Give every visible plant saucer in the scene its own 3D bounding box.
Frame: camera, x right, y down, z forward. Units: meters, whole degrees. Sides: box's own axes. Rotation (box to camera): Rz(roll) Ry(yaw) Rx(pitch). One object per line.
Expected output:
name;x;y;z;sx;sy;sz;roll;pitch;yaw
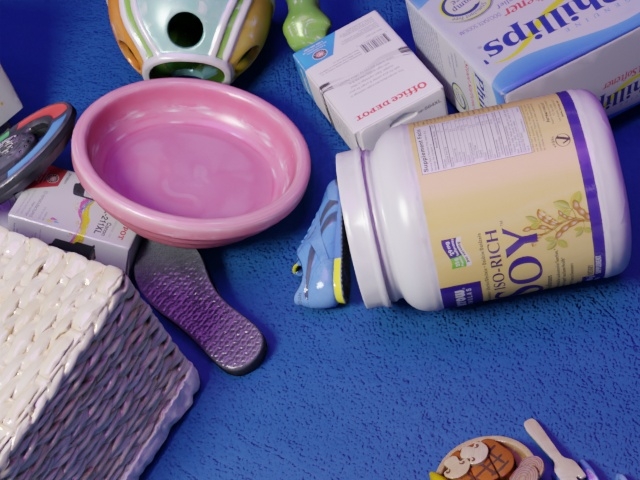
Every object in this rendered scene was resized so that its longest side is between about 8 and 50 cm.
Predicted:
plant saucer;-0.182;-0.102;1.723;0.332;0.084;0.332;8;42;-7

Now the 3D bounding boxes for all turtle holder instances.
turtle holder;-0.170;-0.343;1.893;0.320;0.243;0.227;11;65;-26

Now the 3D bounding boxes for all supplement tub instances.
supplement tub;0.201;-0.044;1.539;0.331;0.241;0.241;-12;52;6

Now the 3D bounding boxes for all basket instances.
basket;-0.385;0.180;1.505;0.328;0.266;0.331;18;58;26

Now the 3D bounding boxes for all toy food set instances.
toy food set;0.192;0.271;1.414;0.192;0.038;0.132;-28;38;-8

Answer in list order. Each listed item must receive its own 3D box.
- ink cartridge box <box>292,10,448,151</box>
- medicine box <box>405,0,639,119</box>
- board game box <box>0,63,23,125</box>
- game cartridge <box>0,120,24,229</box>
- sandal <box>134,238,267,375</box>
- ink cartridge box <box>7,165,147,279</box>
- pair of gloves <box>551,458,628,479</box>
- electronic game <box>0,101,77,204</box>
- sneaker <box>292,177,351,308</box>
ink cartridge box;0.074;-0.224;1.805;0.148;0.086;0.203;-28;53;-7
medicine box;0.305;-0.283;1.736;0.263;0.149;0.289;-27;45;-7
board game box;-0.631;-0.285;1.898;0.303;0.224;0.097;9;43;36
game cartridge;-0.521;-0.026;1.825;0.230;0.068;0.355;-29;52;-4
sandal;-0.168;0.089;1.659;0.097;0.054;0.254;-37;63;-6
ink cartridge box;-0.332;-0.025;1.717;0.175;0.072;0.127;15;40;2
pair of gloves;0.273;0.332;1.375;0.198;0.023;0.159;-28;52;-7
electronic game;-0.442;-0.119;1.756;0.229;0.048;0.229;-30;27;17
sneaker;0.000;0.000;1.666;0.082;0.069;0.209;-6;53;14
